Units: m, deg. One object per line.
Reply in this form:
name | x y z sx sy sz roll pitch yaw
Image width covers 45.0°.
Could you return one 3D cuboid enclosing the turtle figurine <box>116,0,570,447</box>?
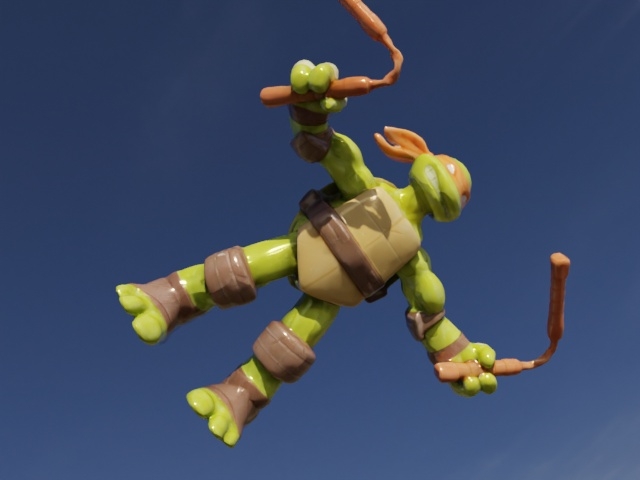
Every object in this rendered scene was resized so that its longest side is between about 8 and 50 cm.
turtle figurine | 0.000 0.000 0.440 0.217 0.087 0.269 -34 -73 -2
